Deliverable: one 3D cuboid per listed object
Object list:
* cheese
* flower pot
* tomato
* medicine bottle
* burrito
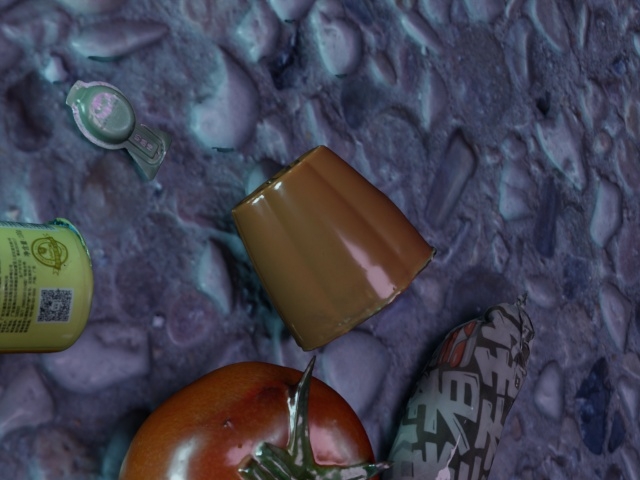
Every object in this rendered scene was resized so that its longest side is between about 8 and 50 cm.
[{"bbox_3d":[-0.204,-0.116,0.989,0.120,0.026,0.067,39,59,-31],"label":"cheese"},{"bbox_3d":[0.000,0.000,1.064,0.173,0.190,0.190,52,52,-8],"label":"flower pot"},{"bbox_3d":[-0.065,0.243,0.918,0.255,0.224,0.256,11,72,-37],"label":"tomato"},{"bbox_3d":[-0.316,0.037,0.801,0.238,0.124,0.124,3,80,-41],"label":"medicine bottle"},{"bbox_3d":[0.171,0.228,1.221,0.139,0.101,0.445,41,59,-24],"label":"burrito"}]
